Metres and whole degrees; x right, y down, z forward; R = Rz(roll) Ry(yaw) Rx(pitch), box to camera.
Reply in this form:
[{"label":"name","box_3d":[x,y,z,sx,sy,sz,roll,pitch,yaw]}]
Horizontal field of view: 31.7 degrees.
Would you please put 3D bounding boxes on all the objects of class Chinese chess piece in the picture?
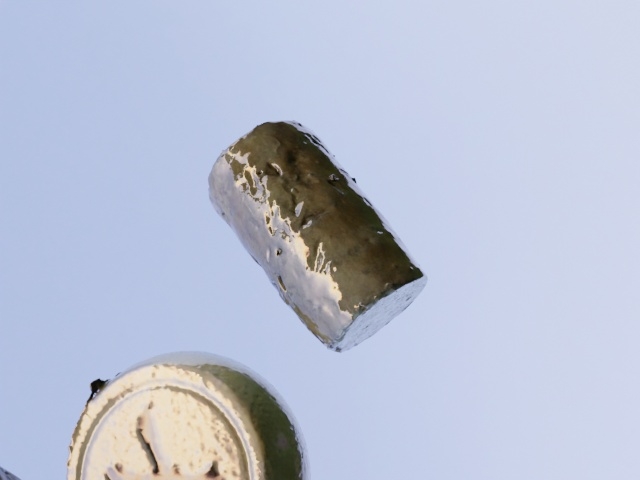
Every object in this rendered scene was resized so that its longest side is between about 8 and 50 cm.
[{"label":"Chinese chess piece","box_3d":[-0.125,0.214,1.023,0.092,0.238,0.237,15,-120,-65]}]

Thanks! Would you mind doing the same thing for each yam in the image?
[{"label":"yam","box_3d":[0.000,0.000,0.883,0.107,0.107,0.194,-2,-137,-43]}]

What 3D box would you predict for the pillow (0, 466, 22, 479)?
[{"label":"pillow","box_3d":[-0.147,0.191,0.380,0.148,0.050,0.229,41,-89,-3]}]
